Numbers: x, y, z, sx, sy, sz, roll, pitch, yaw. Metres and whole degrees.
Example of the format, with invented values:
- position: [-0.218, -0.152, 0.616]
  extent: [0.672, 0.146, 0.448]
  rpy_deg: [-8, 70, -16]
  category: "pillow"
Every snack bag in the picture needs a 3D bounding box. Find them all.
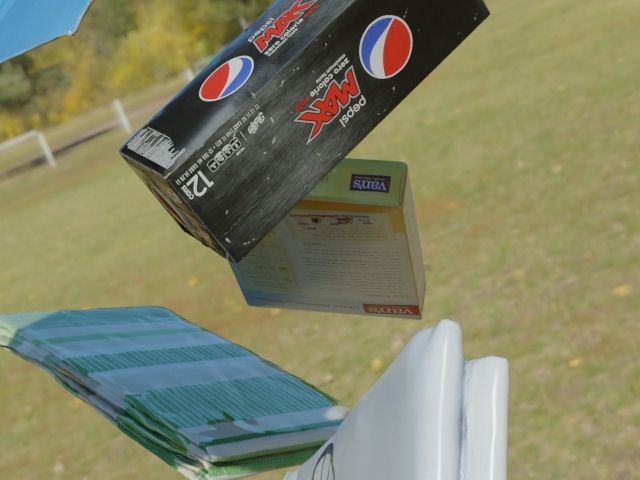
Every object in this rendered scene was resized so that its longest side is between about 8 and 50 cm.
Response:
- position: [0.012, 0.229, 0.569]
  extent: [0.037, 0.323, 0.342]
  rpy_deg: [6, -20, -9]
  category: "snack bag"

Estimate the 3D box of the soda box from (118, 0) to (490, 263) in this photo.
- position: [-0.006, -0.072, 0.626]
  extent: [0.169, 0.060, 0.053]
  rpy_deg: [-45, 36, -11]
  category: "soda box"

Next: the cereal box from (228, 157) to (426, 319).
- position: [0.000, 0.000, 1.229]
  extent: [0.173, 0.047, 0.240]
  rpy_deg: [5, -25, 10]
  category: "cereal box"

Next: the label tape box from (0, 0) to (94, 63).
- position: [-0.221, -0.157, 0.685]
  extent: [0.334, 0.106, 0.240]
  rpy_deg: [-17, 38, 36]
  category: "label tape box"

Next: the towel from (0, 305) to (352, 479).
- position: [-0.130, 0.133, 1.296]
  extent: [0.325, 0.038, 0.248]
  rpy_deg: [23, 16, 38]
  category: "towel"
